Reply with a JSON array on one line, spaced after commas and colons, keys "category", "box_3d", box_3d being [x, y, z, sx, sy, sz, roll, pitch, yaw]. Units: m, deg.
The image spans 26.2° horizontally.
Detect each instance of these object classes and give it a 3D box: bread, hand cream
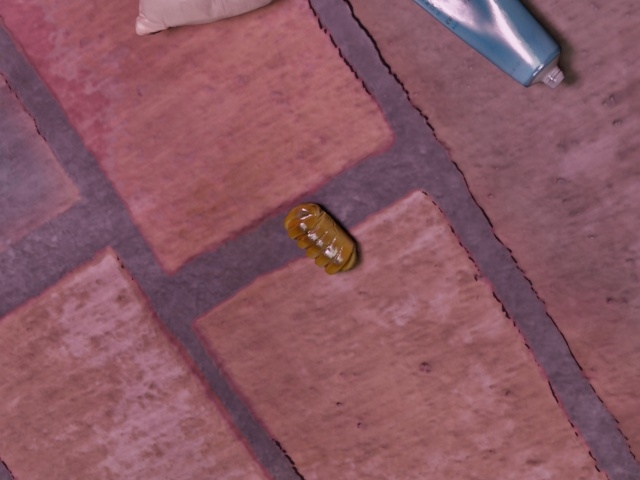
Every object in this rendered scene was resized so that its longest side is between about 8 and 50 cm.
[{"category": "bread", "box_3d": [0.000, 0.000, 1.414, 0.049, 0.033, 0.088, -39, 95, 31]}, {"category": "hand cream", "box_3d": [0.144, -0.225, 1.288, 0.224, 0.048, 0.083, 43, 118, 4]}]

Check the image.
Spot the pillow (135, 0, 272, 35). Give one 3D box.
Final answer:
[{"category": "pillow", "box_3d": [-0.123, -0.340, 1.311, 0.173, 0.067, 0.270, -8, 107, 13]}]
